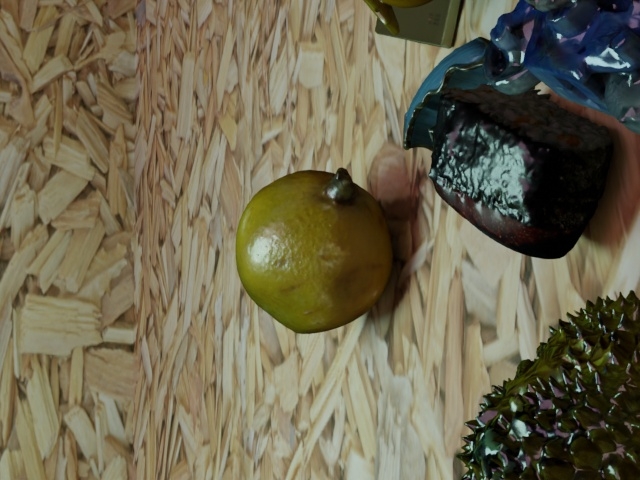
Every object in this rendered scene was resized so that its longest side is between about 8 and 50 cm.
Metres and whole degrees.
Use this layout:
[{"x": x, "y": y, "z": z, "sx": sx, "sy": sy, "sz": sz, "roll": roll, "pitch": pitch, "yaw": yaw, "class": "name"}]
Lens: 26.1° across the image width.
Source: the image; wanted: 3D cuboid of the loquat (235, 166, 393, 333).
[{"x": 0.000, "y": 0.000, "z": 1.798, "sx": 0.246, "sy": 0.213, "sz": 0.213, "roll": 115, "pitch": 152, "yaw": -42, "class": "loquat"}]

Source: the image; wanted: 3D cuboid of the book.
[{"x": 0.148, "y": -0.412, "z": 1.791, "sx": 0.217, "sy": 0.021, "sz": 0.310, "roll": -149, "pitch": 67, "yaw": -65, "class": "book"}]

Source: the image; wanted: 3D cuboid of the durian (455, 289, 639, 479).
[{"x": 0.234, "y": 0.184, "z": 1.142, "sx": 0.291, "sy": 0.224, "sz": 0.291, "roll": -171, "pitch": 90, "yaw": -73, "class": "durian"}]

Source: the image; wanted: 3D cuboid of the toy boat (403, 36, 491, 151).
[{"x": 0.161, "y": -0.164, "z": 1.613, "sx": 0.185, "sy": 0.075, "sz": 0.077, "roll": -52, "pitch": 34, "yaw": 45, "class": "toy boat"}]

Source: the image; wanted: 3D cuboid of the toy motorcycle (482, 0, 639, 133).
[{"x": 0.293, "y": -0.210, "z": 1.246, "sx": 0.319, "sy": 0.241, "sz": 0.182, "roll": 32, "pitch": 154, "yaw": 59, "class": "toy motorcycle"}]

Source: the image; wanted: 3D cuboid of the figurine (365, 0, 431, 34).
[{"x": 0.127, "y": -0.363, "z": 1.594, "sx": 0.215, "sy": 0.228, "sz": 0.215, "roll": -16, "pitch": -90, "yaw": -78, "class": "figurine"}]

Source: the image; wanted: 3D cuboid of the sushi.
[{"x": 0.202, "y": -0.083, "z": 1.418, "sx": 0.225, "sy": 0.136, "sz": 0.126, "roll": -128, "pitch": 41, "yaw": -54, "class": "sushi"}]
